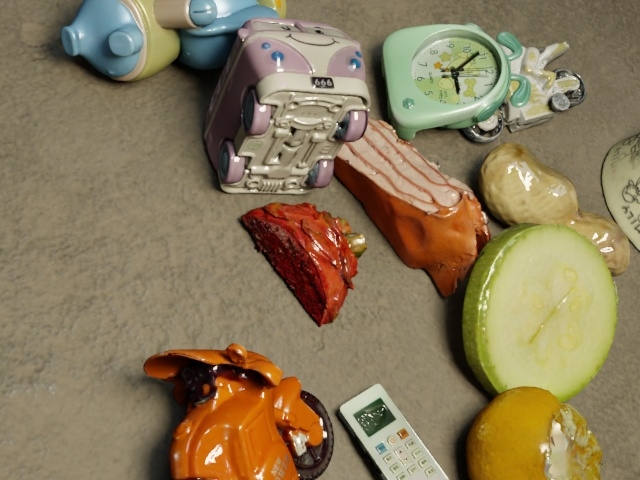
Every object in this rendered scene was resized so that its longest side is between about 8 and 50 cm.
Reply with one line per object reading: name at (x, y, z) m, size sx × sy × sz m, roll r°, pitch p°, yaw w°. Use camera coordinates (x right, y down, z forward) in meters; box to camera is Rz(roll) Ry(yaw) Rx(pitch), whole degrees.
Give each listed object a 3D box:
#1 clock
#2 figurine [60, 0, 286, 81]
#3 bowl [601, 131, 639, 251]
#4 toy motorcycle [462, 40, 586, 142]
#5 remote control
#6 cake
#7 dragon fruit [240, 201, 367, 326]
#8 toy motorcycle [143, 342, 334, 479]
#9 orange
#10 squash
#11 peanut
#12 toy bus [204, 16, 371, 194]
clock at (0.177, -0.211, 1.183) m, size 0.189 × 0.060 × 0.148 m, roll -5°, pitch 65°, yaw 4°
figurine at (-0.154, -0.258, 1.043) m, size 0.262 × 0.180 × 0.153 m, roll -29°, pitch 96°, yaw -41°
bowl at (0.532, -0.079, 1.272) m, size 0.238 × 0.126 × 0.237 m, roll 12°, pitch 57°, yaw -19°
toy motorcycle at (0.271, -0.223, 1.268) m, size 0.229 × 0.074 × 0.151 m, roll -24°, pitch 79°, yaw -23°
remote control at (0.084, 0.236, 0.952) m, size 0.065 × 0.029 × 0.166 m, roll -26°, pitch 71°, yaw -32°
cake at (0.096, -0.073, 1.088) m, size 0.098 × 0.135 × 0.287 m, roll -34°, pitch 70°, yaw -20°
dragon fruit at (0.000, 0.000, 1.019) m, size 0.106 × 0.083 × 0.162 m, roll -30°, pitch 75°, yaw -36°
toy motorcycle at (-0.107, 0.221, 0.813) m, size 0.221 × 0.148 × 0.325 m, roll 52°, pitch 46°, yaw -18°
orange at (0.232, 0.233, 0.958) m, size 0.157 × 0.134 × 0.156 m, roll 3°, pitch 78°, yaw -15°
squash at (0.260, 0.089, 1.051) m, size 0.219 × 0.041 × 0.219 m, roll 0°, pitch 89°, yaw -28°
peanut at (0.296, -0.032, 1.152) m, size 0.228 × 0.104 × 0.085 m, roll 42°, pitch 49°, yaw 1°
toy bus at (-0.042, -0.152, 1.009) m, size 0.142 × 0.202 × 0.142 m, roll 2°, pitch 60°, yaw -23°
